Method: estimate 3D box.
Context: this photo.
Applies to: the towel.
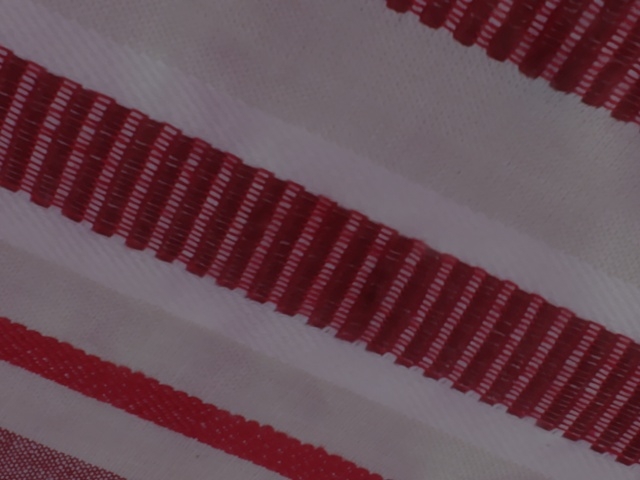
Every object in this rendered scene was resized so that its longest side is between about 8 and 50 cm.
[{"bbox_3d":[0.008,-0.017,0.374,0.237,0.037,0.329,24,122,-14],"label":"towel"}]
